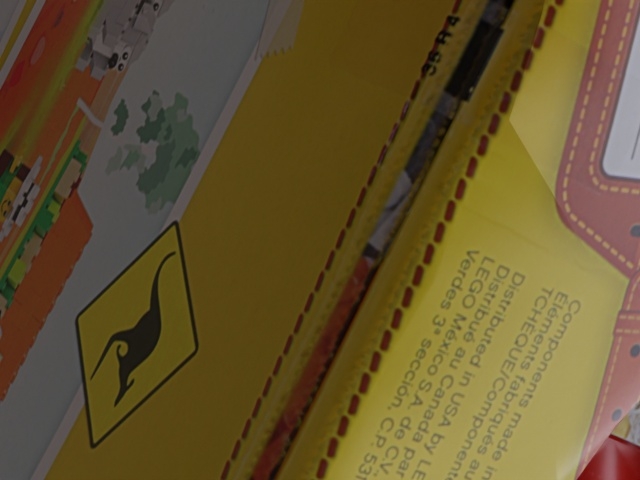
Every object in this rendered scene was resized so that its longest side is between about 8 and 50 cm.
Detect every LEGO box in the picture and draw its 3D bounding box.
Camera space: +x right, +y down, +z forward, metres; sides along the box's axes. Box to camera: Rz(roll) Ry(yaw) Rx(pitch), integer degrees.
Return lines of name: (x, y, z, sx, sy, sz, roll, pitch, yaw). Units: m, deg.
LEGO box: (-0.049, 0.063, 0.572, 0.372, 0.193, 0.500, 30, -86, 55)
